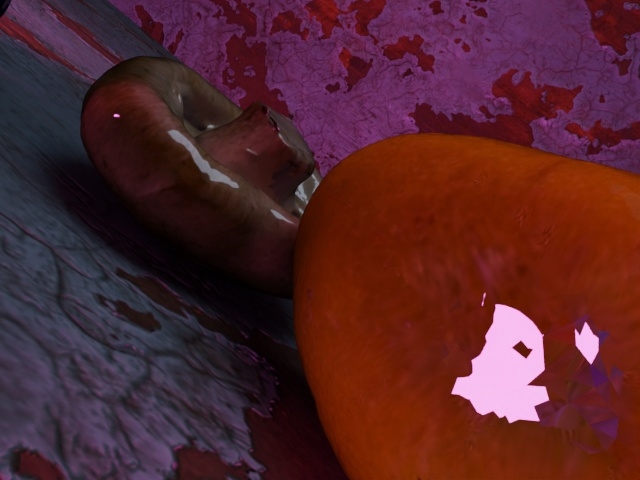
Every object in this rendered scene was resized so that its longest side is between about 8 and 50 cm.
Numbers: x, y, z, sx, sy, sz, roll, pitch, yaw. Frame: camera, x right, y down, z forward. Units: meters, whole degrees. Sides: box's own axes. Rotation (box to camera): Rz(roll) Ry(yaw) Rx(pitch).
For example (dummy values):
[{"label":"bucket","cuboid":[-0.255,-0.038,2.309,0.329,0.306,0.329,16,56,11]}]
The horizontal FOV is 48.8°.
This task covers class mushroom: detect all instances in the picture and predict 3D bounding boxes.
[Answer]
[{"label":"mushroom","cuboid":[-0.079,-0.050,0.610,0.278,0.146,0.278,43,15,-14]}]

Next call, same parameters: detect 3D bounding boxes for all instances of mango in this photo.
[{"label":"mango","cuboid":[0.107,0.055,0.418,0.365,0.253,0.182,49,7,38]}]

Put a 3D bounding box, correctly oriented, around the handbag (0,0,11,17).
[{"label":"handbag","cuboid":[-0.280,-0.244,0.540,0.127,0.208,0.229,40,3,-36]}]
